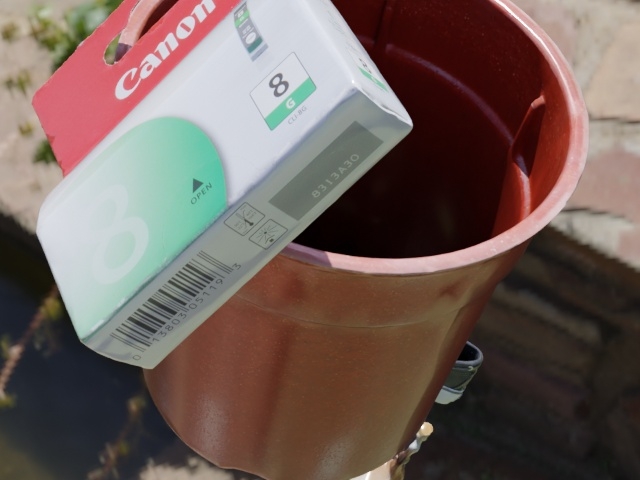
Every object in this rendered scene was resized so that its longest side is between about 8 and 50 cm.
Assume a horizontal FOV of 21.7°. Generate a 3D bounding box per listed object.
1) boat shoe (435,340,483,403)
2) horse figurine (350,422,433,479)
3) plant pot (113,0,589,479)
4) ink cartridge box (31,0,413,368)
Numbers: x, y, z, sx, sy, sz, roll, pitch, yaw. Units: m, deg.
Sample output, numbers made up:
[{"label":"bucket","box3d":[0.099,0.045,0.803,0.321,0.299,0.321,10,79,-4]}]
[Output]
[{"label":"boat shoe","box3d":[0.070,0.090,1.727,0.228,0.076,0.080,32,29,-15]},{"label":"horse figurine","box3d":[0.050,0.249,1.543,0.066,0.174,0.263,20,50,-7]},{"label":"plant pot","box3d":[0.000,0.000,1.037,0.272,0.265,0.272,6,48,-6]},{"label":"ink cartridge box","box3d":[-0.074,-0.073,0.836,0.181,0.056,0.225,-43,49,14]}]
